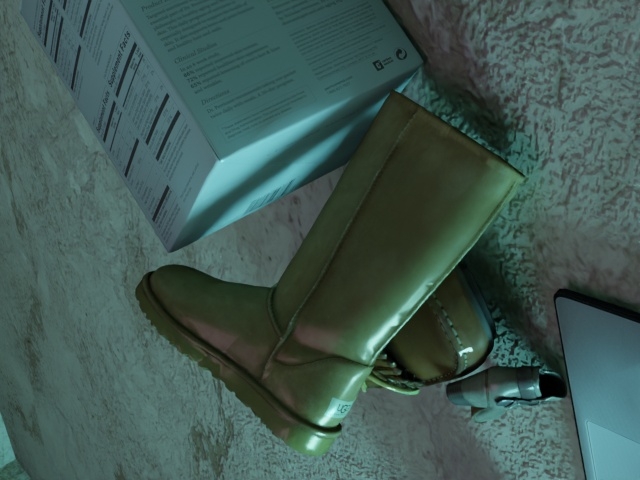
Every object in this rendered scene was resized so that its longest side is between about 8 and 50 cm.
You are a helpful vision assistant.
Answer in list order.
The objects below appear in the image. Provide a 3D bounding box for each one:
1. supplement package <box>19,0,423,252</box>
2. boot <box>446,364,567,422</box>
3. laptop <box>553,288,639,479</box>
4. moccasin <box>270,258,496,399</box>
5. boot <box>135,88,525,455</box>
[{"bbox_3d":[-0.093,-0.170,0.983,0.262,0.199,0.198,57,153,9],"label":"supplement package"},{"bbox_3d":[0.162,0.127,0.980,0.087,0.118,0.042,-11,75,30],"label":"boot"},{"bbox_3d":[0.256,0.290,0.770,0.408,0.236,0.381,21,132,52],"label":"laptop"},{"bbox_3d":[0.020,0.079,1.077,0.380,0.147,0.139,1,114,60],"label":"moccasin"},{"bbox_3d":[0.000,0.000,0.941,0.236,0.089,0.269,37,102,25],"label":"boot"}]
